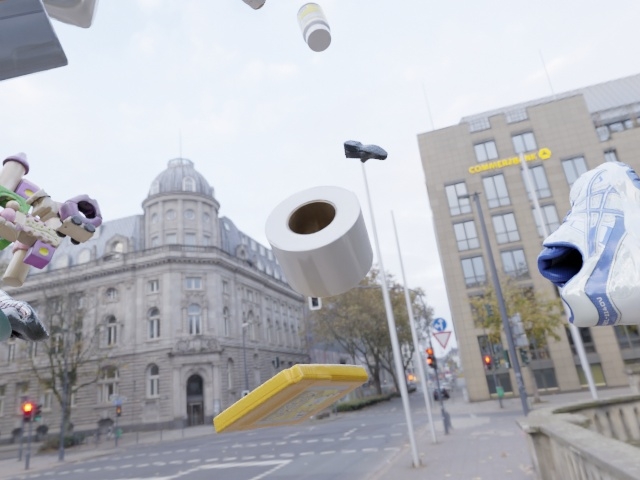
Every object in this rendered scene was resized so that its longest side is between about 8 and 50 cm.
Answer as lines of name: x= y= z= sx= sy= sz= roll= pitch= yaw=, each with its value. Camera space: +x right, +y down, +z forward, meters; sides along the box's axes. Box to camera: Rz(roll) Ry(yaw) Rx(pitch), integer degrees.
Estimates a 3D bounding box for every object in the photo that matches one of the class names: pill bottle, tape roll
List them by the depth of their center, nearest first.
tape roll: x=0.000 y=0.000 z=1.137 sx=0.246 sy=0.246 sz=0.169 roll=-10 pitch=-50 yaw=11
pill bottle: x=-0.024 y=-0.867 z=1.831 sx=0.119 sy=0.208 sz=0.119 roll=-9 pitch=-36 yaw=-7

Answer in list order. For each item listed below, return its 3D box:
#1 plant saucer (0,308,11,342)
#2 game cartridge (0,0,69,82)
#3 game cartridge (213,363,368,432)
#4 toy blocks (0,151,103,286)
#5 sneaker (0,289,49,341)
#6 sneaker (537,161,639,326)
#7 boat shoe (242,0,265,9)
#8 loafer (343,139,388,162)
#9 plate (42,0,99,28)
plant saucer: x=-0.417 y=0.085 z=0.511 sx=0.119 sy=0.021 sz=0.119 roll=7 pitch=-52 yaw=9
game cartridge: x=-0.450 y=-0.323 z=0.500 sx=0.198 sy=0.297 sz=0.062 roll=-29 pitch=22 yaw=-27
game cartridge: x=-0.065 y=0.409 z=1.165 sx=0.285 sy=0.052 sz=0.324 roll=-39 pitch=-31 yaw=21
toy blocks: x=-0.665 y=-0.107 z=0.979 sx=0.309 sy=0.260 sz=0.288 roll=-28 pitch=-47 yaw=24
sneaker: x=-0.750 y=0.211 z=1.022 sx=0.281 sy=0.106 sz=0.162 roll=8 pitch=34 yaw=38
sneaker: x=0.323 y=-0.008 z=0.539 sx=0.131 sy=0.112 sz=0.296 roll=-16 pitch=20 yaw=23
boat shoe: x=-0.204 y=-0.896 z=1.435 sx=0.098 sy=0.277 sz=0.096 roll=14 pitch=6 yaw=41
loafer: x=0.152 y=-0.290 z=1.509 sx=0.170 sy=0.061 sz=0.062 roll=25 pitch=40 yaw=35
plate: x=-0.461 y=-0.488 z=0.692 sx=0.277 sy=0.045 sz=0.278 roll=-2 pitch=-44 yaw=-46
